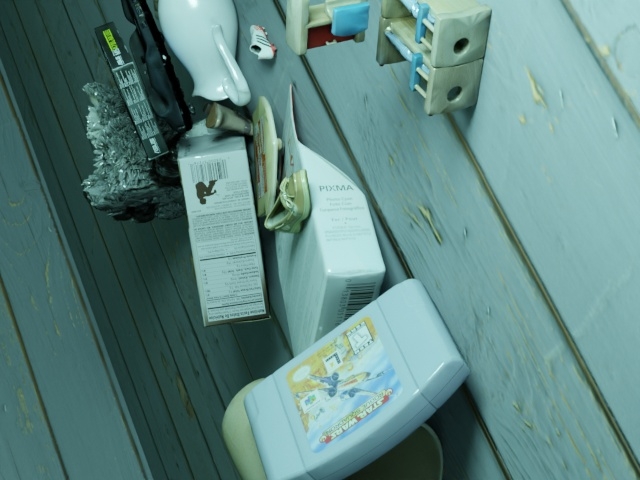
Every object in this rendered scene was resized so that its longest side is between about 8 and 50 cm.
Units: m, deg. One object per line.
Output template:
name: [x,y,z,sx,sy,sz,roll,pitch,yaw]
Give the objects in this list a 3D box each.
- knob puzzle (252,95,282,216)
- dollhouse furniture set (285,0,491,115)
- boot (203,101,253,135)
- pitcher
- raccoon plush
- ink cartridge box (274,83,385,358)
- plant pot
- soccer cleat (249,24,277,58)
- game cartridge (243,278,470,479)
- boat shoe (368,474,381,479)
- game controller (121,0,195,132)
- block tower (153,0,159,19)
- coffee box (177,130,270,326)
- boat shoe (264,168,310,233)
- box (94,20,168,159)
knob puzzle: [-0.078,-0.134,1.975,0.213,0.030,0.213,178,90,-79]
dollhouse furniture set: [0.071,-0.215,1.395,0.129,0.183,0.129,53,150,43]
boot: [-0.148,-0.197,2.084,0.042,0.087,0.118,-61,21,14]
pitcher: [-0.178,-0.325,2.039,0.177,0.125,0.207,30,141,53]
raccoon plush: [-0.295,-0.226,2.414,0.446,0.216,0.299,-23,64,38]
ink cartridge box: [0.000,0.000,1.905,0.308,0.091,0.385,100,164,-49]
plant pot: [-0.013,0.309,1.771,0.274,0.256,0.257,28,131,44]
soccer cleat: [-0.098,-0.309,1.952,0.083,0.035,0.029,57,152,38]
game cartridge: [0.041,0.196,1.606,0.062,0.297,0.198,47,-169,-33]
boat shoe: [0.121,0.433,1.876,0.073,0.073,0.207,-1,110,29]
game controller: [-0.270,-0.309,2.058,0.319,0.067,0.166,-118,18,-51]
block tower: [-0.246,-0.522,2.105,0.097,0.091,0.336,-145,45,-60]
coffee box: [-0.163,-0.022,2.134,0.168,0.118,0.297,-106,8,-72]
boat shoe: [-0.046,-0.053,1.770,0.153,0.048,0.056,116,149,-66]
box: [-0.332,-0.263,2.188,0.184,0.045,0.191,-118,8,-52]
